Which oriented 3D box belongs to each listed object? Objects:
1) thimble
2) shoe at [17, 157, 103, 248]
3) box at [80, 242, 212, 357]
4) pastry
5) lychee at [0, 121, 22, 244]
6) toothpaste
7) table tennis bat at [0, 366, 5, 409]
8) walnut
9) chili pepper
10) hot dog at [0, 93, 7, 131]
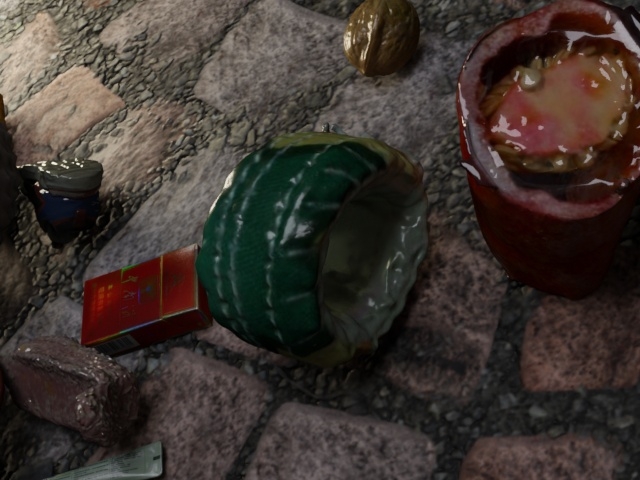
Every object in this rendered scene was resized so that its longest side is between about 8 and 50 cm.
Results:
[{"bbox_3d":[0.000,0.000,1.484,0.167,0.254,0.288,11,56,35],"label":"thimble"},{"bbox_3d":[-0.372,-0.055,1.864,0.099,0.125,0.227,-14,11,-27],"label":"shoe"},{"bbox_3d":[-0.229,0.082,1.690,0.175,0.048,0.112,-19,48,15],"label":"box"},{"bbox_3d":[-0.304,0.184,1.605,0.112,0.103,0.265,-20,23,-31],"label":"pastry"},{"bbox_3d":[-0.613,-0.078,1.765,0.380,0.432,0.380,-21,36,16],"label":"lychee"},{"bbox_3d":[-0.280,0.291,1.572,0.197,0.029,0.048,-18,51,13],"label":"toothpaste"},{"bbox_3d":[-0.575,0.186,1.528,0.415,0.051,0.268,-13,48,-40],"label":"table tennis bat"},{"bbox_3d":[0.083,-0.280,1.764,0.105,0.105,0.124,4,64,32],"label":"walnut"},{"bbox_3d":[0.268,-0.082,1.400,0.229,0.305,0.251,-19,60,5],"label":"chili pepper"},{"bbox_3d":[-0.547,-0.145,2.030,0.115,0.072,0.269,-17,49,19],"label":"hot dog"}]
